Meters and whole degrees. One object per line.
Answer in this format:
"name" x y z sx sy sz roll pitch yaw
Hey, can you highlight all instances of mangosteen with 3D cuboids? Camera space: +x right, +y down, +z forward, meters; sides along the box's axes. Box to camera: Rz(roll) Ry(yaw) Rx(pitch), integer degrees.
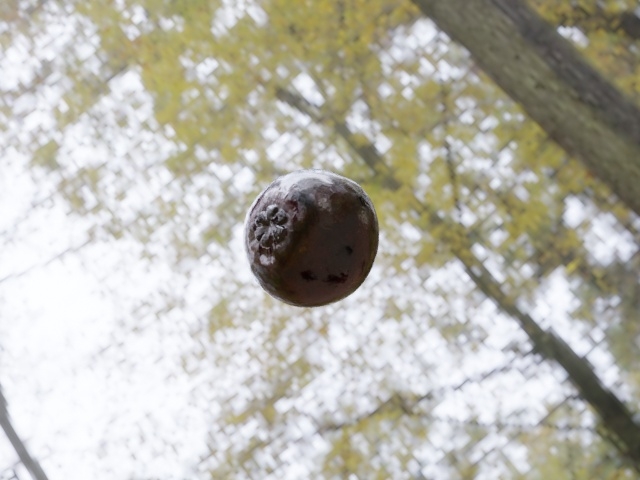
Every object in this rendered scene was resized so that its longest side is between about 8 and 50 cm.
"mangosteen" -0.002 -0.001 0.893 0.081 0.081 0.081 -25 -37 -21
